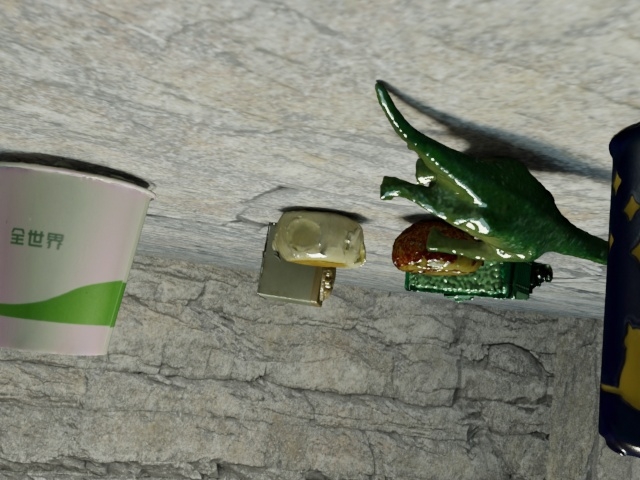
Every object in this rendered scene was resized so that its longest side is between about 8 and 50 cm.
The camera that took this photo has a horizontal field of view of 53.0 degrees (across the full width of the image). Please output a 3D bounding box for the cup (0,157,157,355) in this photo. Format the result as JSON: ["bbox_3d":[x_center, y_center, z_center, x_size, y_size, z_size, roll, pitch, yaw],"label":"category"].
[{"bbox_3d":[-0.400,0.031,0.988,0.253,0.274,0.253,7,173,1],"label":"cup"}]

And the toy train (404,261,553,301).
[{"bbox_3d":[0.297,0.065,1.227,0.269,0.115,0.154,2,177,41],"label":"toy train"}]

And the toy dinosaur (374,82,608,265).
[{"bbox_3d":[0.227,-0.018,0.609,0.300,0.087,0.447,13,171,30],"label":"toy dinosaur"}]

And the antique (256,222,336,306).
[{"bbox_3d":[-0.042,0.053,1.317,0.147,0.152,0.147,9,171,7],"label":"antique"}]

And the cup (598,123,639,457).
[{"bbox_3d":[0.309,0.041,0.461,0.178,0.257,0.255,6,172,7],"label":"cup"}]

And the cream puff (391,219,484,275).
[{"bbox_3d":[0.188,0.011,1.028,0.148,0.085,0.149,3,174,0],"label":"cream puff"}]

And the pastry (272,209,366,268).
[{"bbox_3d":[0.000,0.000,1.103,0.165,0.088,0.166,7,174,1],"label":"pastry"}]
